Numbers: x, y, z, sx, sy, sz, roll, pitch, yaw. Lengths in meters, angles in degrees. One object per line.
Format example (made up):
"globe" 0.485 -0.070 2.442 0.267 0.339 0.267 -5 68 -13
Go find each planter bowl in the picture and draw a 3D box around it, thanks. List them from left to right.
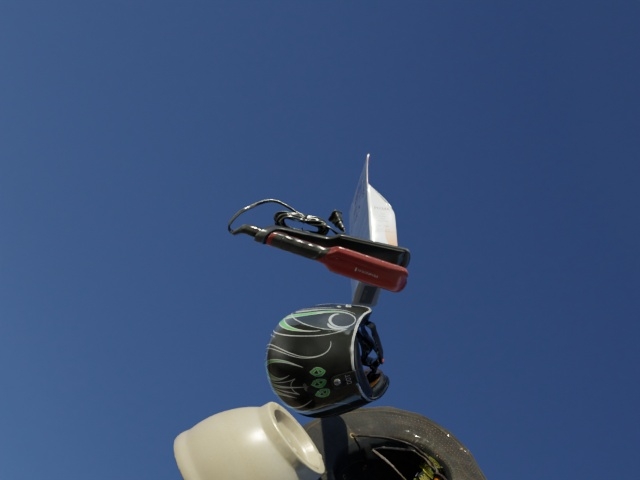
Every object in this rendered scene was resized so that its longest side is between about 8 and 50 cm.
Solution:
"planter bowl" -0.066 0.243 1.481 0.109 0.162 0.162 -40 -118 8

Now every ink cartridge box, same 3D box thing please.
"ink cartridge box" 0.076 -0.014 2.032 0.145 0.045 0.179 107 -11 -50

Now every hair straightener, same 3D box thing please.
"hair straightener" 0.000 0.000 1.696 0.230 0.089 0.047 13 -53 3

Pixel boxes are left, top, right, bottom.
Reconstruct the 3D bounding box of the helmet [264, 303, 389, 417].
"helmet" 0.001 0.167 1.905 0.161 0.169 0.170 -7 -87 25

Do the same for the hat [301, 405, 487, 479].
"hat" 0.092 0.389 2.075 0.331 0.331 0.134 44 -54 36
